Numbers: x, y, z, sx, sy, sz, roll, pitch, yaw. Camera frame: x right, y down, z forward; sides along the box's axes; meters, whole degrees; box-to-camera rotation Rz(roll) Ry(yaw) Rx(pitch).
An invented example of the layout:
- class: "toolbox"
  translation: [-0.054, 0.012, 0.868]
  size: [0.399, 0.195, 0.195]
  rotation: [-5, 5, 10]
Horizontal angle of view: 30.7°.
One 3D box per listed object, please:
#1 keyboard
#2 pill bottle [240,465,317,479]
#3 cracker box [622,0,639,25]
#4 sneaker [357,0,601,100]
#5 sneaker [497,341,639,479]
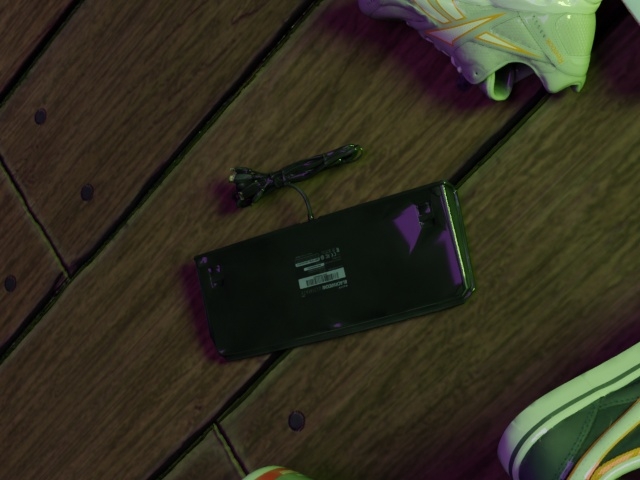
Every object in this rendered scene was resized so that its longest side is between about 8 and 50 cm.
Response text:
- class: "keyboard"
  translation: [0.000, 0.000, 1.195]
  size: [0.317, 0.033, 0.201]
  rotation: [-16, 82, 30]
- class: "pill bottle"
  translation: [0.041, 0.323, 1.052]
  size: [0.283, 0.161, 0.161]
  rotation: [16, 93, 33]
- class: "cracker box"
  translation: [0.358, -0.257, 0.964]
  size: [0.232, 0.067, 0.155]
  rotation: [-38, 64, 24]
- class: "sneaker"
  translation: [0.137, -0.194, 1.091]
  size: [0.262, 0.099, 0.121]
  rotation: [15, 110, 42]
- class: "sneaker"
  translation: [0.299, 0.119, 0.874]
  size: [0.321, 0.126, 0.127]
  rotation: [-36, 47, -2]
